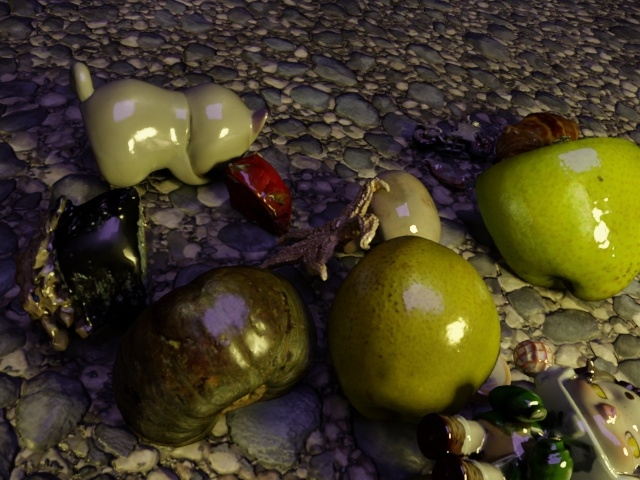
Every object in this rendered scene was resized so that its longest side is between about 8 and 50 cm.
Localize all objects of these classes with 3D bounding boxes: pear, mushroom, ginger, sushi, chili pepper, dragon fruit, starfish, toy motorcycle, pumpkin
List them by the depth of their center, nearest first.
[{"bbox_3d":[-0.152,0.132,0.777,0.325,0.232,0.242,-23,55,-34],"label":"pumpkin"},{"bbox_3d":[0.144,0.135,0.810,0.295,0.294,0.294,7,48,-8],"label":"pear"},{"bbox_3d":[-0.378,0.034,0.820,0.219,0.224,0.238,-6,17,-8],"label":"sushi"},{"bbox_3d":[0.002,0.003,0.920,0.060,0.303,0.299,53,43,-19],"label":"starfish"},{"bbox_3d":[0.148,-0.026,1.039,0.206,0.209,0.206,38,11,-8],"label":"mushroom"},{"bbox_3d":[0.528,-0.033,1.054,0.343,0.238,0.317,-5,81,-11],"label":"pear"},{"bbox_3d":[-0.105,-0.102,1.069,0.161,0.127,0.120,37,60,18],"label":"dragon fruit"},{"bbox_3d":[0.319,-0.163,1.280,0.050,0.041,0.153,-6,31,-45],"label":"chili pepper"},{"bbox_3d":[0.578,-0.201,1.301,0.275,0.152,0.357,20,49,4],"label":"ginger"},{"bbox_3d":[0.351,-0.279,1.368,0.216,0.080,0.122,9,47,1],"label":"toy motorcycle"}]

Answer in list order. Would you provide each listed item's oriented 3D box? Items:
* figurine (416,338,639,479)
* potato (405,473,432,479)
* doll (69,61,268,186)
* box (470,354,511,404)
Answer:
[{"bbox_3d":[0.305,0.266,0.674,0.370,0.167,0.281,3,46,-23],"label":"figurine"},{"bbox_3d":[0.180,0.385,0.680,0.178,0.158,0.203,-23,53,-31],"label":"potato"},{"bbox_3d":[-0.319,-0.225,1.072,0.371,0.225,0.215,1,17,-25],"label":"doll"},{"bbox_3d":[0.282,0.236,0.914,0.106,0.037,0.105,7,48,-8],"label":"box"}]
